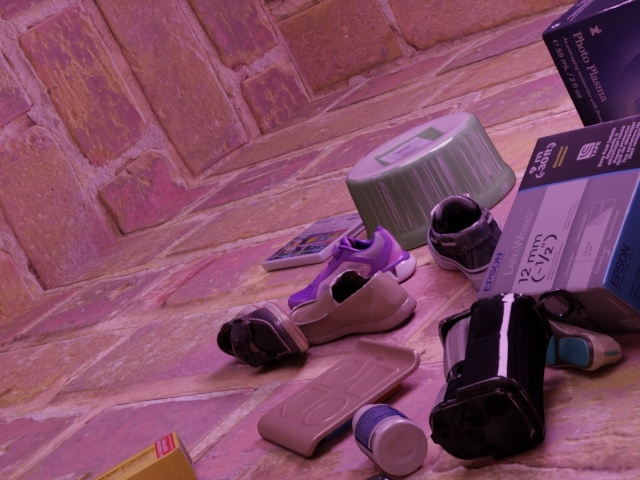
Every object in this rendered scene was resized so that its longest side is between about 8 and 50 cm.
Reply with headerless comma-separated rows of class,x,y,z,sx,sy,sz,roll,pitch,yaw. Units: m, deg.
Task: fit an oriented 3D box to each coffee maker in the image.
coffee maker,0.206,0.143,1.489,0.171,0.120,0.178,-47,14,29

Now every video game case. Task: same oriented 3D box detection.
video game case,0.000,0.000,2.707,0.183,0.023,0.201,-38,17,-34

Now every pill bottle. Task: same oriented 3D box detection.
pill bottle,0.078,0.233,1.580,0.067,0.067,0.120,-31,14,-10

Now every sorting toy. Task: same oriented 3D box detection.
sorting toy,0.026,0.218,1.827,0.208,0.038,0.193,-38,15,-18

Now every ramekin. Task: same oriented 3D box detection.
ramekin,0.195,-0.115,2.457,0.303,0.148,0.303,-27,13,7

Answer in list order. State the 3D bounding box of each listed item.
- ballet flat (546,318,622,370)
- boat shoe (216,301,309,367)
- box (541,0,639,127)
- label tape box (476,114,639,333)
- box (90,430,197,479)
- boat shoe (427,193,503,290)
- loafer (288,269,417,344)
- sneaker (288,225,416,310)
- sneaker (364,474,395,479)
ballet flat,0.302,0.127,1.587,0.052,0.057,0.168,-4,9,-20
boat shoe,-0.100,0.162,2.157,0.092,0.103,0.285,-38,12,-16
box,0.534,-0.248,1.943,0.294,0.296,0.183,-17,17,42
label tape box,0.311,-0.011,1.692,0.347,0.115,0.249,-8,54,56
box,-0.290,0.362,1.871,0.232,0.058,0.087,-29,13,-4
boat shoe,0.233,-0.020,2.093,0.121,0.119,0.335,-30,13,-4
loafer,0.039,0.098,2.107,0.268,0.092,0.102,-15,19,45
sneaker,0.042,0.050,2.260,0.236,0.104,0.095,-26,15,16
sneaker,-0.021,0.297,1.419,0.227,0.130,0.087,-30,15,-14
